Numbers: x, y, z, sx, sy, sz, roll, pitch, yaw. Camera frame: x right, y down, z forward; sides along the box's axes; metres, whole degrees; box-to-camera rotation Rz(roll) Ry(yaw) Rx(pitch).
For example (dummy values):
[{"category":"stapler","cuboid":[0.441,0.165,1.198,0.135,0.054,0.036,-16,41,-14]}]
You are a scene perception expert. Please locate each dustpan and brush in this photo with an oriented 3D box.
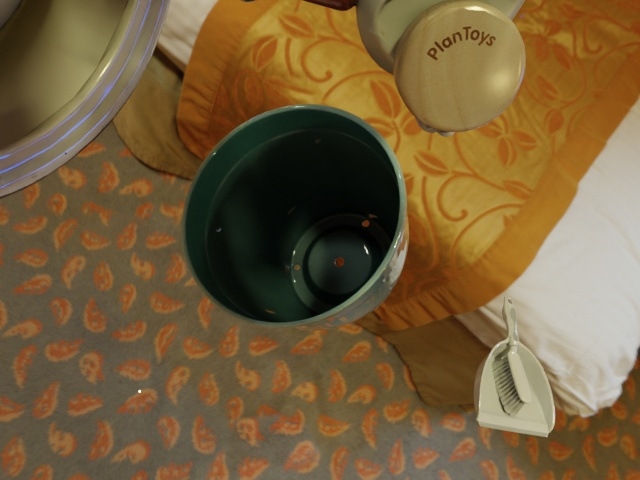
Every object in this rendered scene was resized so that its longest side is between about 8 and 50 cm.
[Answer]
[{"category":"dustpan and brush","cuboid":[0.304,0.190,0.844,0.148,0.060,0.211,15,49,-20]}]

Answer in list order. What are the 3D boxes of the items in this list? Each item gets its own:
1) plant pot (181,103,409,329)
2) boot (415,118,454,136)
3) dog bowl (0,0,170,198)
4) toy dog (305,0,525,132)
[{"category":"plant pot","cuboid":[0.000,0.000,0.717,0.272,0.255,0.271,-6,71,17]},{"category":"boot","cuboid":[0.162,-0.192,0.692,0.095,0.258,0.123,-21,118,13]},{"category":"dog bowl","cuboid":[-0.277,-0.223,0.319,0.151,0.407,0.407,25,66,18]},{"category":"toy dog","cuboid":[0.091,-0.246,0.346,0.161,0.220,0.333,18,97,-13]}]
